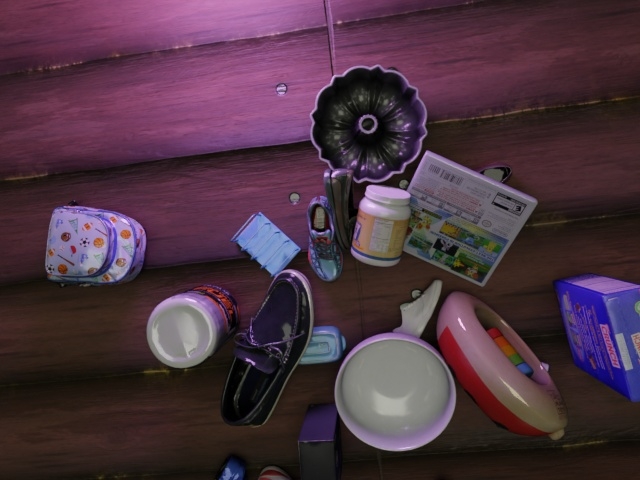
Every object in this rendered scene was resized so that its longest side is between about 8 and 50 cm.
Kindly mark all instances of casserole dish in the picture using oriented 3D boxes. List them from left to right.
[{"bbox_3d":[-0.016,0.324,1.551,0.189,0.037,0.114,-6,92,4],"label":"casserole dish"}]

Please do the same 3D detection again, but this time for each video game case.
[{"bbox_3d":[0.385,-0.056,1.444,0.329,0.036,0.299,25,118,3],"label":"video game case"}]

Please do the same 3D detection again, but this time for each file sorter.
[{"bbox_3d":[-0.165,0.016,1.516,0.170,0.104,0.118,42,96,2],"label":"file sorter"}]

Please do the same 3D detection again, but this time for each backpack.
[{"bbox_3d":[-0.667,0.018,1.518,0.264,0.213,0.276,4,90,-6],"label":"backpack"},{"bbox_3d":[-0.274,0.734,1.564,0.101,0.098,0.120,25,82,-6],"label":"backpack"}]

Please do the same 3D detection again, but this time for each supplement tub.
[{"bbox_3d":[-0.341,0.230,1.434,0.194,0.316,0.193,0,93,4],"label":"supplement tub"},{"bbox_3d":[0.170,-0.042,1.414,0.145,0.144,0.199,11,111,4],"label":"supplement tub"}]

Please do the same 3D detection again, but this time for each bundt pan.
[{"bbox_3d":[0.137,-0.325,1.465,0.331,0.124,0.330,0,93,5],"label":"bundt pan"}]

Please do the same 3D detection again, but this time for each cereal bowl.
[{"bbox_3d":[0.214,0.421,1.474,0.340,0.141,0.338,1,98,8],"label":"cereal bowl"}]

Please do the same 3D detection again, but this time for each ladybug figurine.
[{"bbox_3d":[0.464,0.338,1.361,0.162,0.305,0.449,-50,49,23],"label":"ladybug figurine"}]

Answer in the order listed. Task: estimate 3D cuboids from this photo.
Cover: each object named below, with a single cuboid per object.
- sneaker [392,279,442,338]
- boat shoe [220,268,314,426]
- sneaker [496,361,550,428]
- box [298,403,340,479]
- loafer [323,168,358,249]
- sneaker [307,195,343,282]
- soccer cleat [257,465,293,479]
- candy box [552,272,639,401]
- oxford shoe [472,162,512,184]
[{"bbox_3d":[0.286,0.201,1.504,0.094,0.080,0.212,27,96,15],"label":"sneaker"},{"bbox_3d":[-0.158,0.324,1.487,0.187,0.156,0.499,24,96,27],"label":"boat shoe"},{"bbox_3d":[0.563,0.434,1.488,0.106,0.078,0.234,34,91,6],"label":"sneaker"},{"bbox_3d":[0.005,0.601,1.448,0.103,0.261,0.184,-6,92,5],"label":"box"},{"bbox_3d":[0.076,-0.083,1.442,0.084,0.096,0.267,-7,127,14],"label":"loafer"},{"bbox_3d":[0.000,0.000,1.490,0.104,0.125,0.261,-10,91,7],"label":"sneaker"},{"bbox_3d":[-0.055,0.809,1.535,0.318,0.116,0.108,32,95,3],"label":"soccer cleat"},{"bbox_3d":[0.758,0.237,1.338,0.122,0.317,0.267,-15,91,6],"label":"candy box"},{"bbox_3d":[0.416,-0.155,1.460,0.272,0.098,0.096,-28,90,6],"label":"oxford shoe"}]
